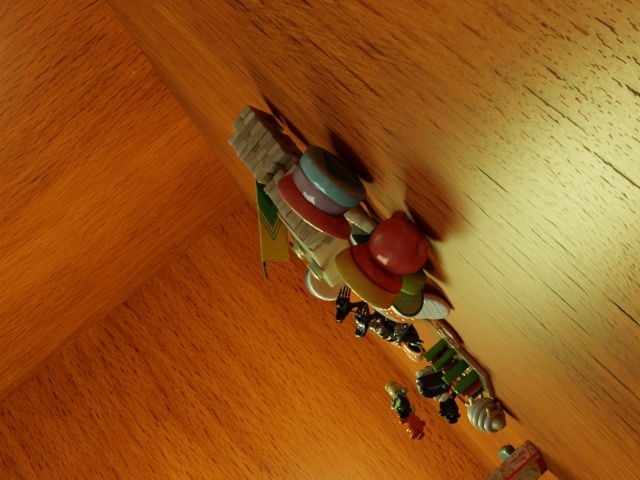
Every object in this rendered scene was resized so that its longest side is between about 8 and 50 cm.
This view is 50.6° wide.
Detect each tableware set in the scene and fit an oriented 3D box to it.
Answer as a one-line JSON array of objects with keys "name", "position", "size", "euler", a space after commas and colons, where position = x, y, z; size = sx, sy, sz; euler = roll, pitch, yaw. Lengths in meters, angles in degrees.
[{"name": "tableware set", "position": [-0.040, 0.056, 1.911], "size": [0.141, 0.020, 0.168], "euler": [52, 176, -1]}]

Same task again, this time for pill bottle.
[{"name": "pill bottle", "position": [0.022, 0.135, 2.411], "size": [0.152, 0.152, 0.272], "euler": [50, 174, 0]}]

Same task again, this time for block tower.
[{"name": "block tower", "position": [-0.064, -0.130, 1.388], "size": [0.097, 0.091, 0.335], "euler": [10, -142, -54]}]

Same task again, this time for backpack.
[{"name": "backpack", "position": [0.346, 0.428, 2.062], "size": [0.114, 0.105, 0.084], "euler": [58, -168, -60]}]

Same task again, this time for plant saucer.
[{"name": "plant saucer", "position": [0.284, 0.204, 1.507], "size": [0.083, 0.013, 0.083], "euler": [50, 174, 8]}]

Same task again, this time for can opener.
[{"name": "can opener", "position": [0.546, 0.634, 1.957], "size": [0.095, 0.076, 0.283], "euler": [46, 172, 28]}]

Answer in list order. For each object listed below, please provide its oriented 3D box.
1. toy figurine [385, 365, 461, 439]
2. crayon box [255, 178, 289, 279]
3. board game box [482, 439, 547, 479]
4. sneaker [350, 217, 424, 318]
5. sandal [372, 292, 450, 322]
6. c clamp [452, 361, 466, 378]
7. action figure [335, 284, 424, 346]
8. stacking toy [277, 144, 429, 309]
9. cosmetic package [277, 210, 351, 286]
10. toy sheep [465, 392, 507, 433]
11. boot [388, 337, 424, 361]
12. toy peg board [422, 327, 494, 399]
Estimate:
[{"name": "toy figurine", "position": [0.340, 0.531, 2.254], "size": [0.209, 0.213, 0.148], "euler": [58, -173, -35]}, {"name": "crayon box", "position": [-0.139, -0.048, 1.982], "size": [0.202, 0.081, 0.319], "euler": [176, 90, -87]}, {"name": "board game box", "position": [0.476, 0.603, 1.701], "size": [0.045, 0.193, 0.147], "euler": [45, 173, 42]}, {"name": "sneaker", "position": [0.133, 0.076, 1.374], "size": [0.226, 0.086, 0.163], "euler": [61, 169, 24]}, {"name": "sandal", "position": [0.193, 0.119, 1.429], "size": [0.102, 0.076, 0.265], "euler": [38, 158, -21]}, {"name": "c clamp", "position": [0.357, 0.336, 1.786], "size": [0.137, 0.022, 0.160], "euler": [47, 174, -18]}, {"name": "action figure", "position": [0.171, 0.184, 1.686], "size": [0.275, 0.141, 0.164], "euler": [18, -169, -45]}, {"name": "stacking toy", "position": [0.096, -0.040, 1.177], "size": [0.309, 0.130, 0.279], "euler": [51, -158, 24]}, {"name": "cosmetic package", "position": [0.000, 0.000, 1.899], "size": [0.160, 0.113, 0.309], "euler": [48, 173, 22]}, {"name": "toy sheep", "position": [0.403, 0.423, 1.657], "size": [0.091, 0.091, 0.132], "euler": [53, 168, -29]}, {"name": "boot", "position": [0.273, 0.324, 2.197], "size": [0.158, 0.059, 0.084], "euler": [39, 168, 20]}, {"name": "toy peg board", "position": [0.317, 0.307, 1.594], "size": [0.161, 0.079, 0.161], "euler": [47, 173, 34]}]
